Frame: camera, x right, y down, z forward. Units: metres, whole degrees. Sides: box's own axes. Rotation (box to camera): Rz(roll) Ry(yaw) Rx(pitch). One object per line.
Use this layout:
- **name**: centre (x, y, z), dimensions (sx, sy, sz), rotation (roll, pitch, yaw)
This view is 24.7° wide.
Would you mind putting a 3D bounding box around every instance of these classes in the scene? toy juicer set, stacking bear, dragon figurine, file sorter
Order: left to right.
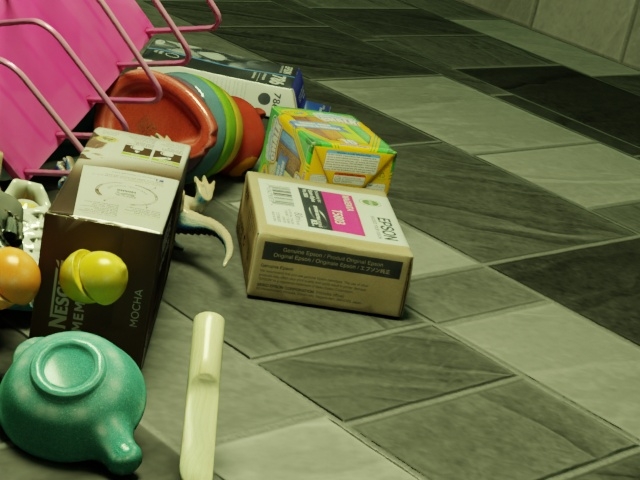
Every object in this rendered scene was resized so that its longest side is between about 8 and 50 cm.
- **file sorter**: centre (-0.289, -0.239, 1.778), dimensions (0.182, 0.202, 0.290), rotation (4, 49, 44)
- **toy juicer set**: centre (-0.210, 0.113, 1.347), dimensions (0.329, 0.089, 0.209), rotation (19, 51, 12)
- **dragon figurine**: centre (-0.206, -0.032, 1.793), dimensions (0.289, 0.144, 0.085), rotation (44, 30, 22)
- **stacking bear**: centre (-0.173, -0.149, 2.030), dimensions (0.164, 0.175, 0.289), rotation (55, 21, 13)

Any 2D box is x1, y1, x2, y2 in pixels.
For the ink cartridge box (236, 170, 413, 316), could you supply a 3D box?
- **ink cartridge box**: centre (0.000, 0.000, 1.828), dimensions (0.193, 0.088, 0.234), rotation (7, 20, -10)

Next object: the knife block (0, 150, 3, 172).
- **knife block**: centre (-0.522, -0.056, 1.671), dimensions (0.276, 0.088, 0.242), rotation (11, 21, -6)

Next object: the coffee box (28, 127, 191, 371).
- **coffee box**: centre (-0.221, 0.006, 1.564), dimensions (0.119, 0.168, 0.297), rotation (11, 19, -4)

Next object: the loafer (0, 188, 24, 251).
- **loafer**: centre (-0.355, -0.039, 1.535), dimensions (0.084, 0.096, 0.267), rotation (-33, 40, -11)

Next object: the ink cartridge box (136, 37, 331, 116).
- **ink cartridge box**: centre (-0.141, -0.270, 2.506), dimensions (0.333, 0.065, 0.165), rotation (13, 19, -2)

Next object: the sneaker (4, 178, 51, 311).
- **sneaker**: centre (-0.336, 0.007, 1.604), dimensions (0.087, 0.092, 0.228), rotation (9, 21, -15)

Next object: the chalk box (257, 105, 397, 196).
- **chalk box**: centre (-0.004, -0.106, 2.042), dimensions (0.132, 0.132, 0.213), rotation (3, 22, -25)

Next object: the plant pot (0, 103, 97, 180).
- **plant pot**: centre (-0.444, -0.225, 1.966), dimensions (0.252, 0.248, 0.247), rotation (5, 14, 34)
